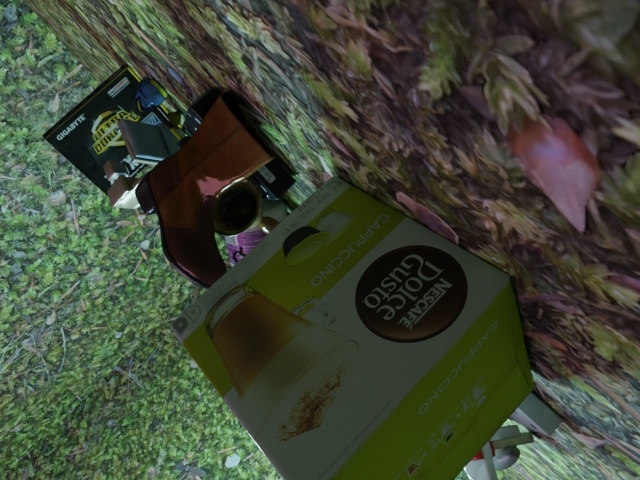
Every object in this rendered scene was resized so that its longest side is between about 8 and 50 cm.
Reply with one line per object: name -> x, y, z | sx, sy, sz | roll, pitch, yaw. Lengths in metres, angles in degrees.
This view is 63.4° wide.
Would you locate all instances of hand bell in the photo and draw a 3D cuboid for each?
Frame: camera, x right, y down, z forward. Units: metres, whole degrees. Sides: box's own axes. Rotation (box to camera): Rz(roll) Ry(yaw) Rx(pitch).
hand bell -> -0.136, -0.048, 1.110 | 0.126, 0.126, 0.242 | 41, -176, 20

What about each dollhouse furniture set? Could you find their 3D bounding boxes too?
dollhouse furniture set -> -0.405, -0.252, 1.330 | 0.286, 0.198, 0.303 | 3, -124, -56

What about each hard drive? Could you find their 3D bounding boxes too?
hard drive -> -0.186, -0.190, 1.111 | 0.237, 0.064, 0.339 | 47, 170, -15

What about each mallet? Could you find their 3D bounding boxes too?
mallet -> -0.342, -0.257, 1.200 | 0.189, 0.039, 0.062 | 46, 174, 18

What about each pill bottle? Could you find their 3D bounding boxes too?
pill bottle -> -0.144, 0.050, 1.328 | 0.169, 0.169, 0.301 | 30, 135, 57

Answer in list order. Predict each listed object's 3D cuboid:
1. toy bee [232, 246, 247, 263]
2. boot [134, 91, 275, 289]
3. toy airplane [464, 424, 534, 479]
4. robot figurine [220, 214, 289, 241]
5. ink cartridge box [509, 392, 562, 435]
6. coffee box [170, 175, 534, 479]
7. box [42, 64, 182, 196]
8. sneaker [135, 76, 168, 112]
toy bee -> 0.000, 0.000, 0.982 | 0.195, 0.162, 0.298 | 33, -167, 14
boot -> -0.177, -0.076, 0.928 | 0.264, 0.280, 0.096 | 60, -152, 10
toy airplane -> 0.258, 0.474, 1.136 | 0.387, 0.272, 0.384 | -1, 178, 23
robot figurine -> -0.195, -0.048, 1.470 | 0.278, 0.209, 0.173 | 48, -173, -25
ink cartridge box -> 0.317, 0.263, 1.000 | 0.224, 0.045, 0.223 | 44, 171, 3
coffee box -> 0.064, 0.176, 0.771 | 0.334, 0.338, 0.338 | 37, 166, 41
box -> -0.624, -0.330, 1.589 | 0.079, 0.322, 0.257 | 35, 167, 52
sneaker -> -0.484, -0.399, 1.433 | 0.069, 0.082, 0.209 | 47, 172, -30
